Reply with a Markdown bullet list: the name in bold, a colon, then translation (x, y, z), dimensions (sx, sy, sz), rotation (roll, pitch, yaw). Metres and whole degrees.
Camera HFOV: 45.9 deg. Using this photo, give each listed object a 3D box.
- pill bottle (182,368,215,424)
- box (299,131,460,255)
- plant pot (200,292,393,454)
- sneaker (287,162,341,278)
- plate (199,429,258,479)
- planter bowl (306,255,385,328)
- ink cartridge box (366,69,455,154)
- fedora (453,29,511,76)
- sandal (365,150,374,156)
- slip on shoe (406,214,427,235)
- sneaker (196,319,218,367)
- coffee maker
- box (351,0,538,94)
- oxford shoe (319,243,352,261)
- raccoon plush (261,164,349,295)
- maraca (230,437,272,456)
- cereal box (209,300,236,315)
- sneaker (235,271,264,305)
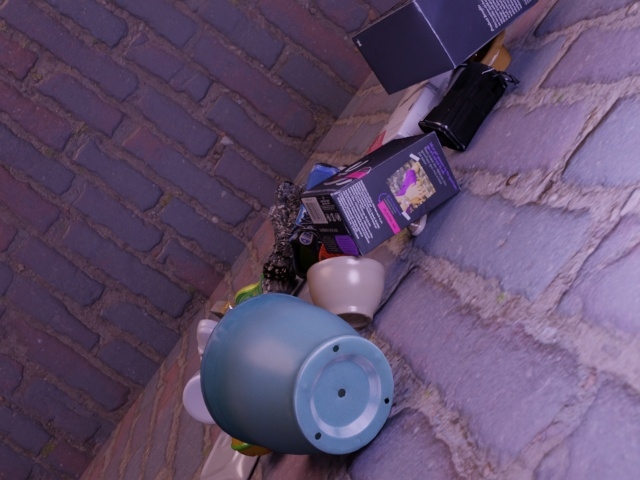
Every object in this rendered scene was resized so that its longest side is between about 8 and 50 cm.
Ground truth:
- **pill bottle**: translation (-0.255, 0.364, 1.933), dimensions (0.130, 0.130, 0.246), rotation (-52, 0, 12)
- **box**: translation (0.121, -0.097, 1.552), dimensions (0.270, 0.143, 0.165), rotation (-32, 15, -22)
- **plant pot**: translation (-0.024, 0.234, 1.246), dimensions (0.255, 0.271, 0.272), rotation (4, 57, 59)
- **sneaker**: translation (-0.006, -0.042, 1.987), dimensions (0.147, 0.129, 0.330), rotation (-47, -32, -62)
- **plate**: translation (-0.189, 0.458, 1.747), dimensions (0.278, 0.045, 0.277), rotation (-42, 18, 49)
- **planter bowl**: translation (0.055, 0.115, 1.529), dimensions (0.162, 0.162, 0.109), rotation (-41, 44, 49)
- **ink cartridge box**: translation (0.266, -0.325, 1.976), dimensions (0.283, 0.117, 0.207), rotation (-59, 12, -19)
- **fedora**: translation (0.405, -0.435, 1.835), dimensions (0.194, 0.079, 0.194), rotation (-49, 18, 22)
- **sandal**: translation (0.194, -0.175, 1.880), dimensions (0.097, 0.054, 0.254), rotation (-53, 33, -6)
- **slip on shoe**: translation (0.209, -0.064, 1.648), dimensions (0.051, 0.041, 0.135), rotation (-44, 15, 43)
- **sneaker**: translation (-0.299, 0.363, 2.100), dimensions (0.293, 0.108, 0.169), rotation (80, -157, -45)
- **coffee maker**: translation (0.321, -0.300, 1.682), dimensions (0.178, 0.120, 0.171), rotation (-56, 12, -7)
- **box**: translation (0.280, -0.509, 1.753), dimensions (0.294, 0.183, 0.296), rotation (-39, 14, -20)
- **oxford shoe**: translation (0.093, -0.034, 1.971), dimensions (0.271, 0.097, 0.098), rotation (-53, -10, -8)
- **raccoon plush**: translation (0.000, 0.000, 2.168), dimensions (0.299, 0.216, 0.447), rotation (6, 90, 62)
- **maraca**: translation (-0.102, 0.369, 1.536), dimensions (0.185, 0.099, 0.127), rotation (-32, 9, -28)
- **cereal box**: translation (-0.231, 0.240, 2.226), dimensions (0.047, 0.173, 0.240), rotation (-57, 12, -11)
- **sneaker**: translation (-0.171, 0.181, 2.399), dimensions (0.295, 0.109, 0.124), rotation (-38, 46, 46)
